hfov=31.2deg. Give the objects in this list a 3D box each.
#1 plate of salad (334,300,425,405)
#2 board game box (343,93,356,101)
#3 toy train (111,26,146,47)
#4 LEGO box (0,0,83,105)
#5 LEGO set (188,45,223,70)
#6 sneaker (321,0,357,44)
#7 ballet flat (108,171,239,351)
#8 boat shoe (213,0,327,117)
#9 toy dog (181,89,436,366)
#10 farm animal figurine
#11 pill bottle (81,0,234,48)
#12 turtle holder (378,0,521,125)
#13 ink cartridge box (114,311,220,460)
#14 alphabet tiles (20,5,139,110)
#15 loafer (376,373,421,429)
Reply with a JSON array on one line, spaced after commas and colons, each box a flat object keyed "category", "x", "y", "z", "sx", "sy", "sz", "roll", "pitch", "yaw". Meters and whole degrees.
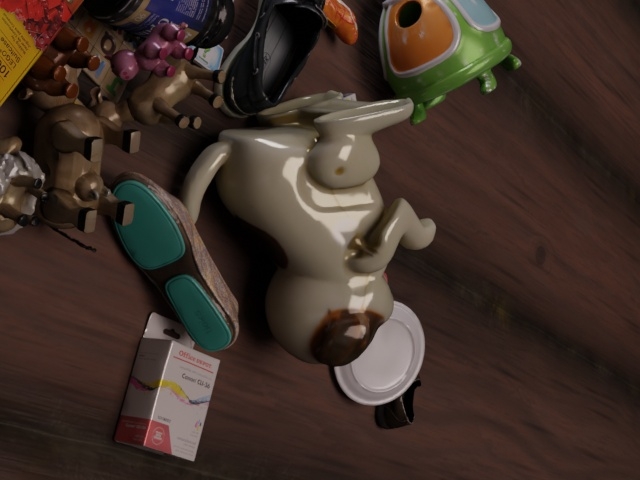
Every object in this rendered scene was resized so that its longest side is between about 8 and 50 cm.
[{"category": "plate of salad", "x": 0.105, "y": 0.205, "z": 2.113, "sx": 0.200, "sy": 0.048, "sz": 0.199, "roll": -6, "pitch": 103, "yaw": -29}, {"category": "board game box", "x": 0.037, "y": -0.178, "z": 2.060, "sx": 0.103, "sy": 0.026, "sz": 0.154, "roll": -29, "pitch": 114, "yaw": -49}, {"category": "toy train", "x": -0.289, "y": -0.320, "z": 1.610, "sx": 0.158, "sy": 0.027, "sz": 0.036, "roll": 36, "pitch": 60, "yaw": -48}, {"category": "LEGO box", "x": -0.523, "y": -0.333, "z": 1.177, "sx": 0.500, "sy": 0.193, "sz": 0.372, "roll": 55, "pitch": 50, "yaw": -38}, {"category": "LEGO set", "x": -0.201, "y": -0.385, "z": 1.716, "sx": 0.244, "sy": 0.060, "sz": 0.182, "roll": 34, "pitch": 61, "yaw": -48}, {"category": "sneaker", "x": 0.006, "y": -0.407, "z": 1.997, "sx": 0.067, "sy": 0.064, "sz": 0.175, "roll": -50, "pitch": 123, "yaw": -20}, {"category": "ballet flat", "x": -0.212, "y": 0.020, "z": 1.686, "sx": 0.106, "sy": 0.108, "sz": 0.316, "roll": -73, "pitch": 143, "yaw": -59}, {"category": "boat shoe", "x": -0.048, "y": -0.344, "z": 1.841, "sx": 0.127, "sy": 0.113, "sz": 0.340, "roll": 48, "pitch": 63, "yaw": -35}, {"category": "toy dog", "x": 0.000, "y": 0.000, "z": 1.820, "sx": 0.395, "sy": 0.285, "sz": 0.407, "roll": -24, "pitch": 111, "yaw": -36}, {"category": "farm animal figurine", "x": -0.306, "y": -0.155, "z": 1.498, "sx": 0.330, "sy": 0.172, "sz": 0.326, "roll": 11, "pitch": 99, "yaw": -58}, {"category": "pill bottle", "x": -0.220, "y": -0.336, "z": 1.585, "sx": 0.219, "sy": 0.123, "sz": 0.122, "roll": 11, "pitch": 83, "yaw": -57}, {"category": "turtle holder", "x": 0.241, "y": -0.385, "z": 2.153, "sx": 0.320, "sy": 0.243, "sz": 0.227, "roll": -36, "pitch": 103, "yaw": -36}, {"category": "ink cartridge box", "x": -0.221, "y": 0.216, "z": 1.700, "sx": 0.115, "sy": 0.067, "sz": 0.198, "roll": 31, "pitch": 66, "yaw": -49}, {"category": "alphabet tiles", "x": -0.345, "y": -0.275, "z": 1.567, "sx": 0.237, "sy": 0.009, "sz": 0.198, "roll": 47, "pitch": 56, "yaw": -44}, {"category": "loafer", "x": 0.163, "y": 0.255, "z": 2.200, "sx": 0.080, "sy": 0.078, "sz": 0.220, "roll": 6, "pitch": 87, "yaw": -53}]
